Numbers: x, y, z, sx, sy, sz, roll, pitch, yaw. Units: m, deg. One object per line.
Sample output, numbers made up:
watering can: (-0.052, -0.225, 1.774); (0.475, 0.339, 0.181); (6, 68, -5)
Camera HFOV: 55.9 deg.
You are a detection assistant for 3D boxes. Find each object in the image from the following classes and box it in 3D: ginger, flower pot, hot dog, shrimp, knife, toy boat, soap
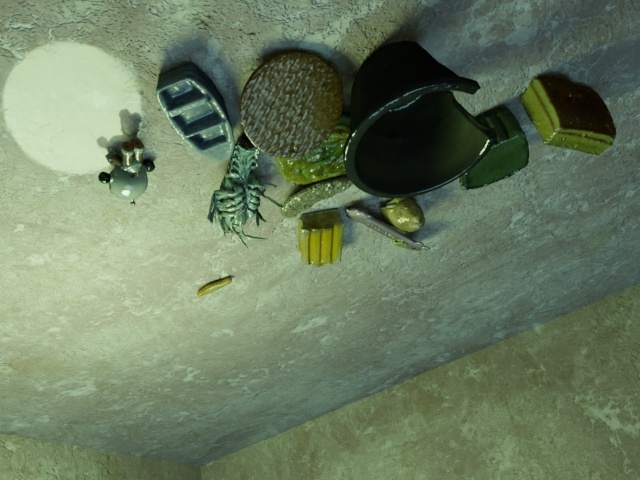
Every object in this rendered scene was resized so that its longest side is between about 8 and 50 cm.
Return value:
ginger: (0.292, -0.064, 1.968); (0.115, 0.122, 0.193); (-43, 149, 4)
flower pot: (0.200, -0.304, 1.442); (0.380, 0.251, 0.379); (-13, 148, -8)
hot dog: (-0.369, 0.159, 2.086); (0.137, 0.028, 0.044); (-23, 172, 15)
shrimp: (-0.208, -0.131, 1.627); (0.221, 0.166, 0.410); (-20, 138, -32)
knife: (0.217, -0.028, 2.008); (0.132, 0.038, 0.399); (3, 162, 45)
toy boat: (-0.281, -0.289, 1.419); (0.127, 0.078, 0.283); (-21, 147, 6)
soap: (0.000, 0.000, 1.967); (0.140, 0.073, 0.232); (-9, 147, -7)

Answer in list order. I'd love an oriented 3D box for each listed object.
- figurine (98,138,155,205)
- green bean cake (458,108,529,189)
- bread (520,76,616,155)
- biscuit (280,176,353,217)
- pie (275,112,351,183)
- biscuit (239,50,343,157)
figurine: (-0.478, -0.175, 1.498); (0.147, 0.093, 0.197); (-22, 146, -34)
green bean cake: (0.486, -0.255, 1.754); (0.223, 0.124, 0.227); (-26, 148, 11)
bread: (0.687, -0.344, 1.653); (0.234, 0.184, 0.110); (4, 148, -28)
biscuit: (-0.028, -0.129, 1.764); (0.250, 0.032, 0.133); (-26, 166, 20)
pie: (0.004, -0.237, 1.617); (0.277, 0.078, 0.277); (-10, 146, -7)
biscuit: (-0.068, -0.320, 1.429); (0.262, 0.037, 0.261); (-11, 122, -18)
